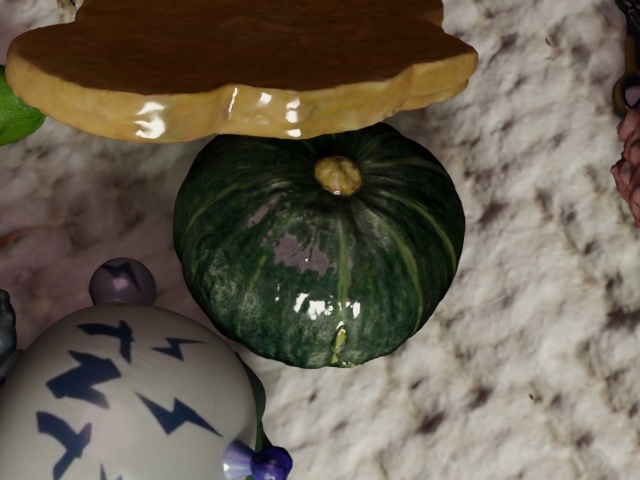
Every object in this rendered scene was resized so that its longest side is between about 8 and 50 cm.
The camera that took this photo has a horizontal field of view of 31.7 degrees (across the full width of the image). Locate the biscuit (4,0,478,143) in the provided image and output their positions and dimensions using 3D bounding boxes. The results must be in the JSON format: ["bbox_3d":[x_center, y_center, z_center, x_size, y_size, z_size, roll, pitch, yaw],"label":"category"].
[{"bbox_3d":[-0.046,-0.139,0.823,0.376,0.051,0.269,-21,39,-39],"label":"biscuit"}]

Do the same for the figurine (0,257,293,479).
[{"bbox_3d":[-0.205,0.113,0.764,0.381,0.186,0.261,20,76,5],"label":"figurine"}]

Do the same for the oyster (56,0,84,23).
[{"bbox_3d":[-0.150,-0.209,0.950,0.163,0.081,0.191,21,70,-19],"label":"oyster"}]

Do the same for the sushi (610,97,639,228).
[{"bbox_3d":[0.342,-0.052,0.790,0.270,0.236,0.171,-28,59,25],"label":"sushi"}]

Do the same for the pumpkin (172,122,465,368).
[{"bbox_3d":[0.000,-0.003,0.813,0.211,0.152,0.212,3,57,-5],"label":"pumpkin"}]

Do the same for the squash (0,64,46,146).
[{"bbox_3d":[-0.368,-0.107,0.905,0.292,0.082,0.082,-1,68,2],"label":"squash"}]

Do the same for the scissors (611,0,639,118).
[{"bbox_3d":[0.265,-0.199,0.958,0.088,0.017,0.220,-12,68,-2],"label":"scissors"}]
